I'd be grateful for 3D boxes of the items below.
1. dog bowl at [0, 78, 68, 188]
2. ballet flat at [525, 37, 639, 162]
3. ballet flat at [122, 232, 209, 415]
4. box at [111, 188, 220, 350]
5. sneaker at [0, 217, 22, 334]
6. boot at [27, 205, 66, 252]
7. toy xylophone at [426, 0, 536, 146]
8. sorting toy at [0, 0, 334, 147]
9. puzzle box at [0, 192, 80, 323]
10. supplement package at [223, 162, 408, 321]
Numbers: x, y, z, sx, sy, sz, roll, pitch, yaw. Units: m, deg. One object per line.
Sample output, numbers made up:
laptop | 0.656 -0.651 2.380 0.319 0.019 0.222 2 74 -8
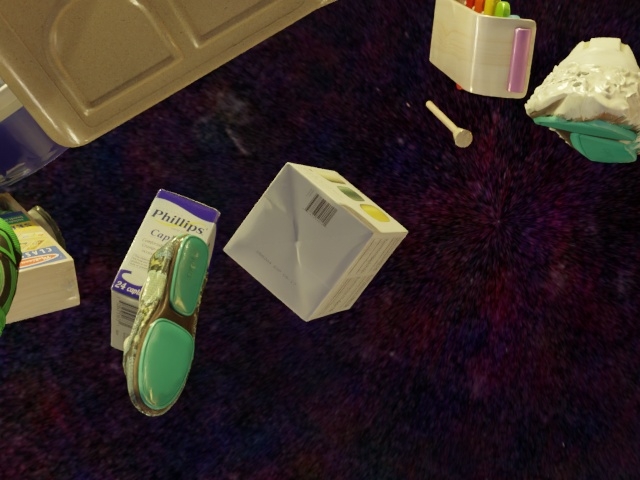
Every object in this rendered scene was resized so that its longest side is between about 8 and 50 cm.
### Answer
dog bowl | -0.384 -0.179 1.104 0.265 0.265 0.104 -22 130 11
ballet flat | 0.346 -0.182 1.153 0.147 0.409 0.147 0 89 20
ballet flat | -0.149 0.080 0.855 0.070 0.070 0.188 5 53 11
box | -0.166 0.041 0.983 0.072 0.126 0.137 19 55 -1
sneaker | -0.411 0.002 0.744 0.343 0.146 0.134 21 136 -5
boot | -0.537 0.062 1.607 0.083 0.161 0.246 41 137 18
toy xylophone | 0.241 -0.293 1.473 0.081 0.323 0.236 0 121 -9
sorting toy | -0.141 -0.218 0.528 0.229 0.041 0.307 -27 130 4
puzzle box | -0.473 0.047 0.894 0.409 0.272 0.052 -15 114 -28
supplement package | 0.000 0.000 1.667 0.199 0.262 0.198 40 102 13
